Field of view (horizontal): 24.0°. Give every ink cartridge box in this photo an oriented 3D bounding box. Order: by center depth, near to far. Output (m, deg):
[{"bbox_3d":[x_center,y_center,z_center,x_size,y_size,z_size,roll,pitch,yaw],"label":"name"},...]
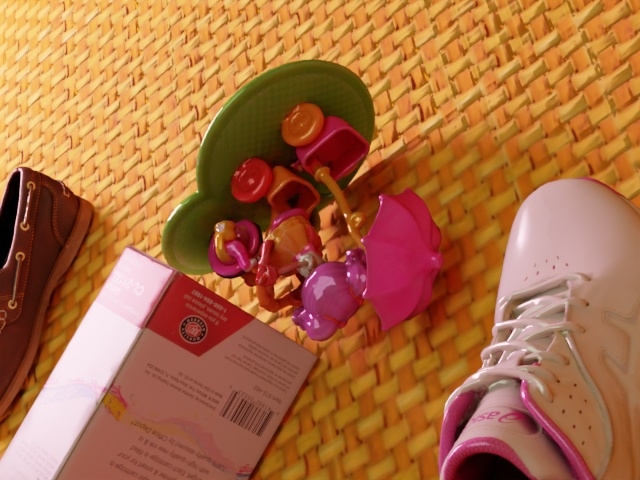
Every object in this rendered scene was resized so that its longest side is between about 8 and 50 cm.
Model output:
[{"bbox_3d":[-0.104,0.112,0.930,0.072,0.127,0.175,23,81,52],"label":"ink cartridge box"}]

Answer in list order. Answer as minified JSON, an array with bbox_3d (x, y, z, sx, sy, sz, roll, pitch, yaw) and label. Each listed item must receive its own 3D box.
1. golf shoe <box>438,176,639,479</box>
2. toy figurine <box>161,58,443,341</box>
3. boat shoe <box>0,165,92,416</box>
[{"bbox_3d":[0.119,0.079,0.717,0.115,0.140,0.306,-28,44,32],"label":"golf shoe"},{"bbox_3d":[0.000,0.000,0.918,0.173,0.130,0.159,-45,49,6],"label":"toy figurine"},{"bbox_3d":[-0.252,0.042,1.180,0.073,0.073,0.207,-1,64,45],"label":"boat shoe"}]
